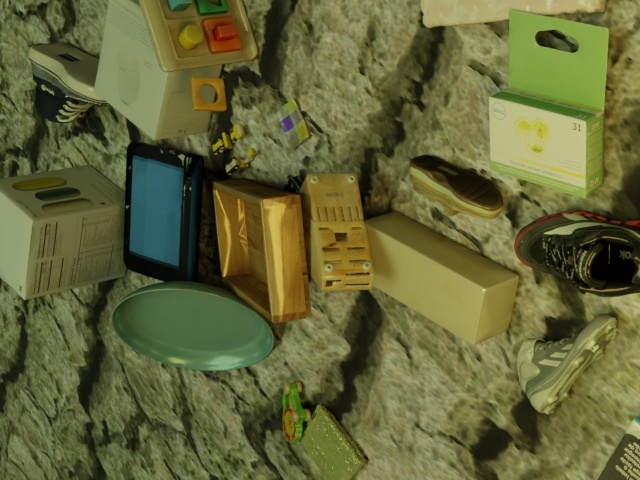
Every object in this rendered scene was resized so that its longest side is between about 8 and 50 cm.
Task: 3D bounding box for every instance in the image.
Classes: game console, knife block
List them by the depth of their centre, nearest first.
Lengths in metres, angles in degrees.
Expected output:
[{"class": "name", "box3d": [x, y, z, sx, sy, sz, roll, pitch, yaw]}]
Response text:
[{"class": "knife block", "box3d": [0.000, 0.000, 1.829, 0.242, 0.088, 0.275, 116, 148, -59]}, {"class": "game console", "box3d": [-0.330, -0.028, 2.170, 0.250, 0.174, 0.293, -91, 6, -71]}]

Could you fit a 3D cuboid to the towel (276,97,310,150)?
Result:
[{"class": "towel", "box3d": [-0.050, -0.212, 1.960, 0.060, 0.009, 0.083, -28, 79, 47]}]

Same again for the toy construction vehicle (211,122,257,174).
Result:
[{"class": "toy construction vehicle", "box3d": [-0.164, -0.175, 2.076, 0.098, 0.035, 0.085, -39, 61, 41]}]

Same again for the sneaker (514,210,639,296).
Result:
[{"class": "sneaker", "box3d": [0.370, 0.018, 1.492, 0.276, 0.135, 0.097, 8, 107, 46]}]

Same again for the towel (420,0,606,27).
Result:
[{"class": "towel", "box3d": [0.264, -0.480, 1.535, 0.317, 0.053, 0.331, 4, 103, 46]}]

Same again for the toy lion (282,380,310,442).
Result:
[{"class": "toy lion", "box3d": [-0.055, 0.336, 2.074, 0.096, 0.034, 0.100, 116, 144, -47]}]

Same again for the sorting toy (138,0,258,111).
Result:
[{"class": "sorting toy", "box3d": [-0.218, -0.405, 1.951, 0.047, 0.196, 0.347, -25, 82, 60]}]

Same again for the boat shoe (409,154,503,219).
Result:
[{"class": "boat shoe", "box3d": [0.214, -0.070, 1.691, 0.190, 0.068, 0.072, 38, 138, 45]}]

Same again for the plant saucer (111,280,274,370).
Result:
[{"class": "plant saucer", "box3d": [-0.246, 0.163, 2.089, 0.318, 0.318, 0.043, -34, 39, 45]}]

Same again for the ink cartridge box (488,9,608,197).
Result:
[{"class": "ink cartridge box", "box3d": [0.318, -0.192, 1.513, 0.171, 0.056, 0.235, 23, 132, 41]}]

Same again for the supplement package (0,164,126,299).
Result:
[{"class": "supplement package", "box3d": [-0.580, -0.024, 2.372, 0.199, 0.263, 0.198, 35, 123, 35]}]

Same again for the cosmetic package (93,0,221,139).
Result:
[{"class": "cosmetic package", "box3d": [-0.315, -0.352, 2.105, 0.224, 0.138, 0.224, 39, 127, 33]}]

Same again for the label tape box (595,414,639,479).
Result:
[{"class": "label tape box", "box3d": [0.484, 0.436, 1.495, 0.249, 0.115, 0.347, 41, 125, 32]}]

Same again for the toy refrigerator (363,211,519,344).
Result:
[{"class": "toy refrigerator", "box3d": [0.183, 0.054, 1.727, 0.270, 0.094, 0.102, 30, 124, 40]}]

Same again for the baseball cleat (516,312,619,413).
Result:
[{"class": "baseball cleat", "box3d": [0.353, 0.164, 1.592, 0.109, 0.072, 0.205, 52, 128, 33]}]

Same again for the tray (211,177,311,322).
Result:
[{"class": "tray", "box3d": [-0.110, 0.005, 1.905, 0.411, 0.076, 0.202, -158, 62, -71]}]

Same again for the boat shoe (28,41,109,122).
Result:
[{"class": "boat shoe", "box3d": [-0.532, -0.321, 2.367, 0.340, 0.127, 0.158, 35, 130, 45]}]

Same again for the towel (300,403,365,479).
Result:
[{"class": "towel", "box3d": [0.021, 0.392, 2.026, 0.148, 0.027, 0.110, 50, 130, 28]}]
